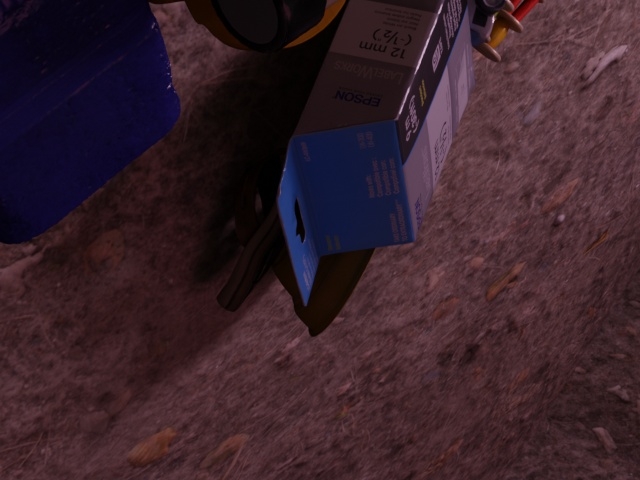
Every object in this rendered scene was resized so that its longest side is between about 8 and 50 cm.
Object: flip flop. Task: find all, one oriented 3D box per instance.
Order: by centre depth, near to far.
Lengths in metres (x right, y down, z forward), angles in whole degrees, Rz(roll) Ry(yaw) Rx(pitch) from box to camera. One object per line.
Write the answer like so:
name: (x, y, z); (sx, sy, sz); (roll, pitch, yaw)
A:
flip flop: (-0.063, -0.039, 1.837); (0.277, 0.080, 0.112); (-60, 172, 32)

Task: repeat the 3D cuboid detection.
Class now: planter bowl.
planter bowl: (0.000, 0.000, 1.945); (0.217, 0.090, 0.217); (-59, -169, 19)

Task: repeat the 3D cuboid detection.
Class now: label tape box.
label tape box: (0.067, -0.119, 1.772); (0.249, 0.115, 0.347); (76, 30, -58)

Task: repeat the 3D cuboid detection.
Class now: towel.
towel: (-0.240, -0.142, 1.378); (0.228, 0.076, 0.308); (-40, 154, -14)

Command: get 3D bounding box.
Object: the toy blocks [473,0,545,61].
toy blocks: (0.246, -0.315, 2.067); (0.148, 0.054, 0.123); (-53, 157, -2)

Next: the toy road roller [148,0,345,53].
toy road roller: (-0.080, -0.315, 1.337); (0.202, 0.241, 0.329); (-39, 115, -31)

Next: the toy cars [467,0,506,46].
toy cars: (0.212, -0.407, 1.830); (0.176, 0.087, 0.393); (-77, -175, -52)
